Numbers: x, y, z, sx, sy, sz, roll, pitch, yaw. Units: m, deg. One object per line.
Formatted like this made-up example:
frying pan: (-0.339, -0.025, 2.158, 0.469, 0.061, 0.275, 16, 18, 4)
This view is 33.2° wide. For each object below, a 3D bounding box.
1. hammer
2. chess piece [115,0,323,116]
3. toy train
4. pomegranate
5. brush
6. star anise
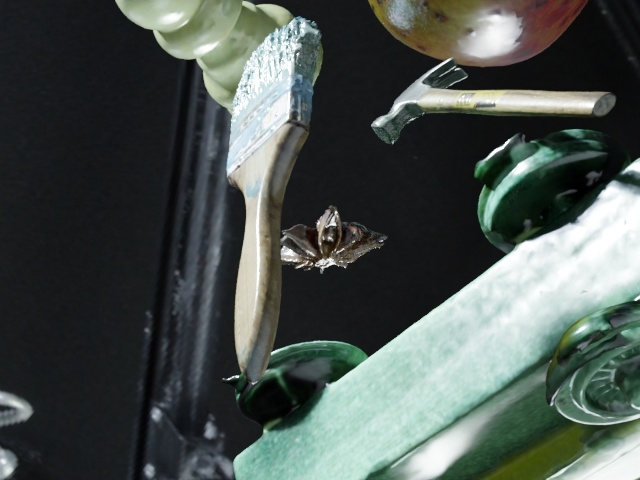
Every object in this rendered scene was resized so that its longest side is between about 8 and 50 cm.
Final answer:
hammer: (0.096, -0.077, 0.588, 0.062, 0.182, 0.017, -48, -65, -15)
chess piece: (-0.129, -0.247, 1.213, 0.251, 0.144, 0.144, 32, -100, -45)
toy train: (0.122, 0.104, 0.650, 0.253, 0.160, 0.397, 28, -57, -38)
pomegranate: (0.141, -0.329, 1.086, 0.291, 0.323, 0.290, -33, -35, -26)
brush: (-0.025, -0.021, 0.512, 0.021, 0.070, 0.196, 22, -127, -29)
star anise: (-0.007, 0.005, 1.220, 0.124, 0.129, 0.056, 27, -134, -49)
